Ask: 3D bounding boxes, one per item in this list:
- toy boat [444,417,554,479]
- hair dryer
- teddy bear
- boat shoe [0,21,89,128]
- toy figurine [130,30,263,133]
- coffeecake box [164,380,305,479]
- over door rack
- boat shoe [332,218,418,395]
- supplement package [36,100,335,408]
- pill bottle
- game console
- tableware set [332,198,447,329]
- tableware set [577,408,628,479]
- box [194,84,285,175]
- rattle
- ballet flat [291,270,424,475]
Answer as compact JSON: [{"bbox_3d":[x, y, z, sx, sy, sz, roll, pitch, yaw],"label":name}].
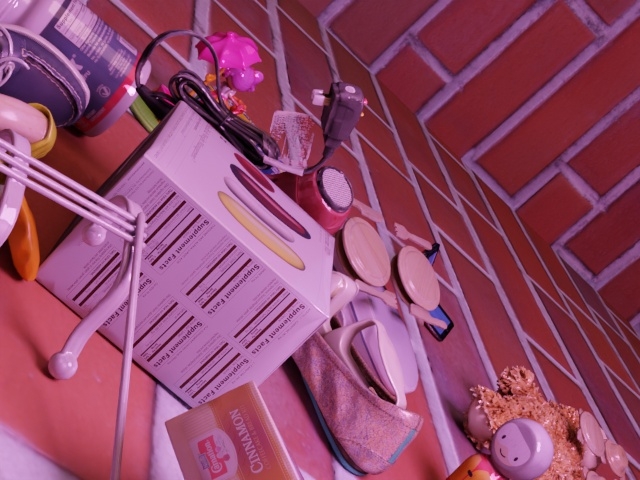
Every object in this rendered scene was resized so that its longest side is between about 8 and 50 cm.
[{"bbox_3d":[0.273,0.344,1.145,0.318,0.148,0.267,47,16,-2],"label":"toy boat"},{"bbox_3d":[-0.073,-0.075,1.064,0.223,0.293,0.080,18,42,8],"label":"hair dryer"},{"bbox_3d":[0.317,0.288,1.469,0.338,0.113,0.245,33,23,-40],"label":"teddy bear"},{"bbox_3d":[-0.317,-0.165,0.929,0.254,0.095,0.079,35,18,-33],"label":"boat shoe"},{"bbox_3d":[-0.134,-0.192,1.356,0.173,0.159,0.130,30,23,-48],"label":"toy figurine"},{"bbox_3d":[-0.027,0.206,0.708,0.185,0.068,0.142,70,-7,-50],"label":"coffeecake box"},{"bbox_3d":[-0.217,0.063,0.656,0.239,0.108,0.324,33,35,-43],"label":"over door rack"},{"bbox_3d":[0.034,0.081,1.280,0.095,0.084,0.258,17,44,-58],"label":"boat shoe"},{"bbox_3d":[-0.110,0.013,0.941,0.203,0.149,0.194,42,17,-13],"label":"supplement package"},{"bbox_3d":[-0.278,-0.202,1.099,0.180,0.108,0.108,39,18,-25],"label":"pill bottle"},{"bbox_3d":[0.189,0.080,1.694,0.085,0.124,0.144,23,12,11],"label":"game console"},{"bbox_3d":[0.077,0.035,1.262,0.194,0.039,0.128,27,46,-45],"label":"tableware set"},{"bbox_3d":[0.399,0.321,1.456,0.169,0.020,0.141,38,38,-36],"label":"tableware set"},{"bbox_3d":[-0.113,-0.138,1.473,0.169,0.054,0.059,49,15,10],"label":"box"},{"bbox_3d":[-0.313,-0.060,0.808,0.200,0.143,0.130,12,3,-40],"label":"rattle"},{"bbox_3d":[0.012,0.101,1.128,0.107,0.106,0.316,22,29,-57],"label":"ballet flat"}]
